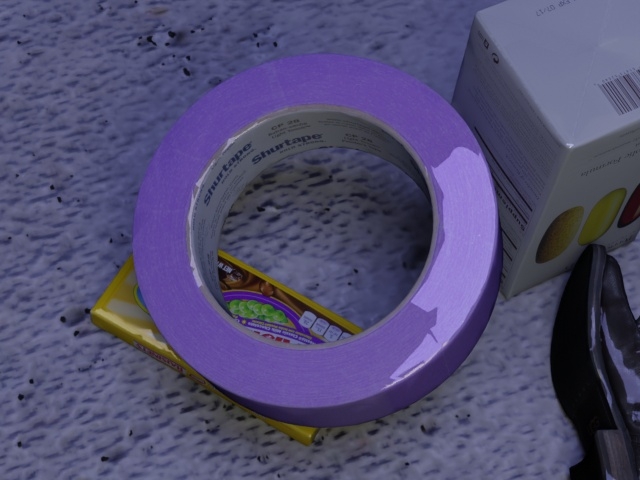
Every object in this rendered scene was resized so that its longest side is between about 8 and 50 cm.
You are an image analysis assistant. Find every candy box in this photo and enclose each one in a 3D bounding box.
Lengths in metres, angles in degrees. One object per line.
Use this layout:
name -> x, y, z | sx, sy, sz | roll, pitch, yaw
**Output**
candy box -> -0.071, 0.071, 1.232 | 0.206, 0.027, 0.105 | 28, 67, 10

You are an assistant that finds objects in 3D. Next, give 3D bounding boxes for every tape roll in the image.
tape roll -> 0.000, 0.000, 1.169 | 0.275, 0.090, 0.274 | -2, 73, 8

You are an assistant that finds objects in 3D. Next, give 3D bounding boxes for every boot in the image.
boot -> 0.310, 0.130, 1.215 | 0.229, 0.091, 0.263 | 2, 66, -11

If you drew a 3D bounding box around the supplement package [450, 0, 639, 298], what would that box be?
supplement package -> 0.192, -0.083, 1.215 | 0.139, 0.244, 0.134 | -23, 66, -16
